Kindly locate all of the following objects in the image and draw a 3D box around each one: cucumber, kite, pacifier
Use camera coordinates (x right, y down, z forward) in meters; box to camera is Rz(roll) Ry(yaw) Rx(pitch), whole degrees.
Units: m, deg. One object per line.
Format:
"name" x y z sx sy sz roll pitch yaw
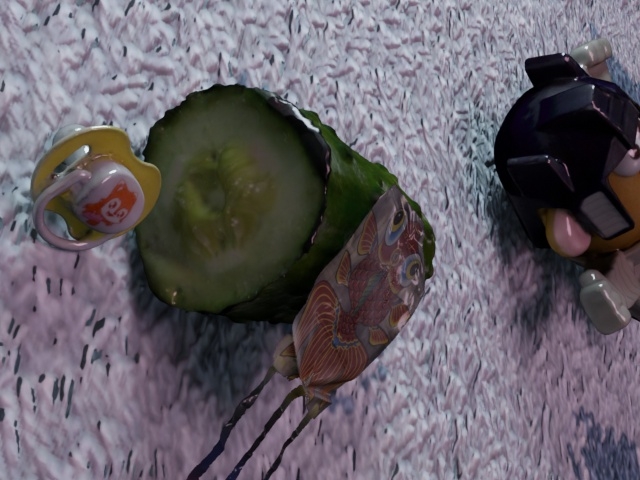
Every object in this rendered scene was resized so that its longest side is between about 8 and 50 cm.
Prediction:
"cucumber" 0.003 -0.001 0.719 0.244 0.134 0.134 23 56 -58
"kite" -0.008 0.078 0.636 0.229 0.016 0.127 -52 148 -13
"pacifier" -0.125 -0.034 0.617 0.064 0.068 0.083 53 1 35

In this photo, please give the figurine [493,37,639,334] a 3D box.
"figurine" 0.252 -0.044 1.060 0.308 0.143 0.308 47 23 -27
